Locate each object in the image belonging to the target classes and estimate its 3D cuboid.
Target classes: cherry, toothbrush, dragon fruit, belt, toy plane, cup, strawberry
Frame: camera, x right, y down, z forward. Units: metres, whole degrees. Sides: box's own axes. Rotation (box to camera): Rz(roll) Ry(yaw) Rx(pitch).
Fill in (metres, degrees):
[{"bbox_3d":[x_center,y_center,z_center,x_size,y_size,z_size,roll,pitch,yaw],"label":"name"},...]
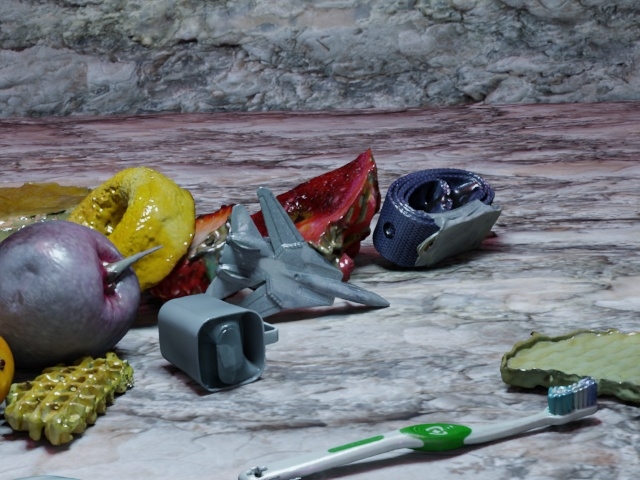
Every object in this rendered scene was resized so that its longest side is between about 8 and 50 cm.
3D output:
[{"bbox_3d":[-0.340,0.071,1.523,0.266,0.184,0.213,-32,-30,11],"label":"cherry"},{"bbox_3d":[0.114,0.214,1.273,0.417,0.040,0.042,-12,20,-16],"label":"toothbrush"},{"bbox_3d":[0.000,0.000,1.889,0.262,0.134,0.211,-25,29,13],"label":"dragon fruit"},{"bbox_3d":[0.184,-0.031,1.949,0.230,0.126,0.139,-19,51,-44],"label":"belt"},{"bbox_3d":[-0.024,0.052,1.699,0.267,0.212,0.088,17,4,-28],"label":"toy plane"},{"bbox_3d":[-0.125,0.121,1.508,0.128,0.095,0.129,-12,17,-31],"label":"cup"},{"bbox_3d":[-0.180,0.043,1.783,0.190,0.111,0.236,-47,20,-27],"label":"strawberry"}]

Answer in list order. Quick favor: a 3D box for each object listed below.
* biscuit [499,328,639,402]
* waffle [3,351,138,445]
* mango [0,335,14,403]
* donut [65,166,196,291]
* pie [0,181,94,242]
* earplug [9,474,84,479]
[{"bbox_3d":[0.366,0.149,1.448,0.273,0.036,0.187,4,17,24],"label":"biscuit"},{"bbox_3d":[-0.287,0.182,1.408,0.160,0.046,0.192,11,20,44],"label":"waffle"},{"bbox_3d":[-0.445,0.155,1.397,0.144,0.112,0.219,-35,23,-36],"label":"mango"},{"bbox_3d":[-0.285,0.002,1.740,0.253,0.118,0.254,-28,38,24],"label":"donut"},{"bbox_3d":[-0.544,-0.043,2.158,0.339,0.083,0.339,-5,16,1],"label":"pie"},{"bbox_3d":[-0.187,0.267,0.922,0.324,0.185,0.185,2,15,44],"label":"earplug"}]
